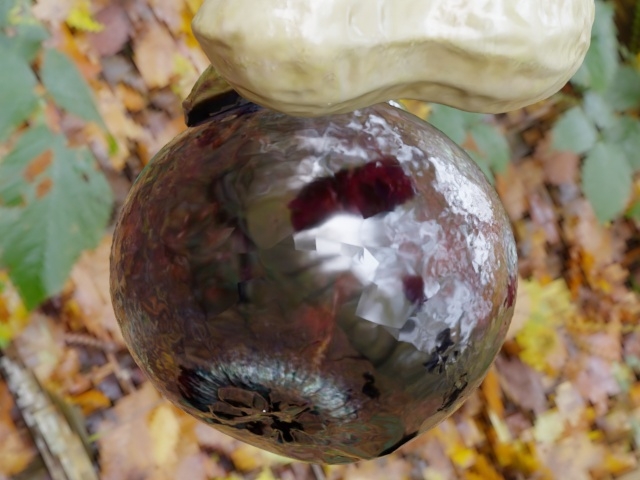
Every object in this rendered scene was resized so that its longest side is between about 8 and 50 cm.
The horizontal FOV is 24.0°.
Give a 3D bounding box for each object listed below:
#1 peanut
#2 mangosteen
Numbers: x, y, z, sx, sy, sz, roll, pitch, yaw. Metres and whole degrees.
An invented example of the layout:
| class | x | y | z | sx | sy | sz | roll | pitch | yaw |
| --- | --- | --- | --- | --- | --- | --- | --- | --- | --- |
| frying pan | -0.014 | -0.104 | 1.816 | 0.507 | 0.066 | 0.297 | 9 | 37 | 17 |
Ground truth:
| class | x | y | z | sx | sy | sz | roll | pitch | yaw |
| --- | --- | --- | --- | --- | --- | --- | --- | --- | --- |
| peanut | 0.055 | -0.121 | 0.869 | 0.125 | 0.274 | 0.111 | 37 | -52 | 50 |
| mangosteen | 0.003 | 0.011 | 1.105 | 0.300 | 0.300 | 0.300 | 52 | 22 | -31 |
